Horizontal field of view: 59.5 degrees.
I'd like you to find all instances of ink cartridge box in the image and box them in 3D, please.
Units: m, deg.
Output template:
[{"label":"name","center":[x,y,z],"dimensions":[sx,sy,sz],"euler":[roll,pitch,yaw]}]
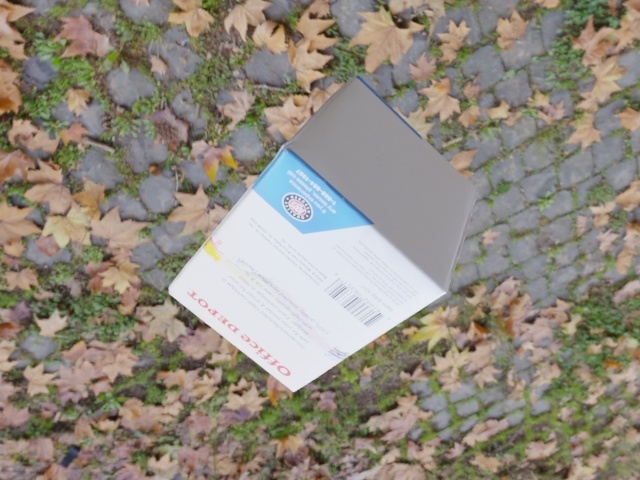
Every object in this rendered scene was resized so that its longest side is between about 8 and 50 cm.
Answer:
[{"label":"ink cartridge box","center":[0.000,0.000,0.550],"dimensions":[0.171,0.168,0.233],"euler":[42,131,-8]}]
